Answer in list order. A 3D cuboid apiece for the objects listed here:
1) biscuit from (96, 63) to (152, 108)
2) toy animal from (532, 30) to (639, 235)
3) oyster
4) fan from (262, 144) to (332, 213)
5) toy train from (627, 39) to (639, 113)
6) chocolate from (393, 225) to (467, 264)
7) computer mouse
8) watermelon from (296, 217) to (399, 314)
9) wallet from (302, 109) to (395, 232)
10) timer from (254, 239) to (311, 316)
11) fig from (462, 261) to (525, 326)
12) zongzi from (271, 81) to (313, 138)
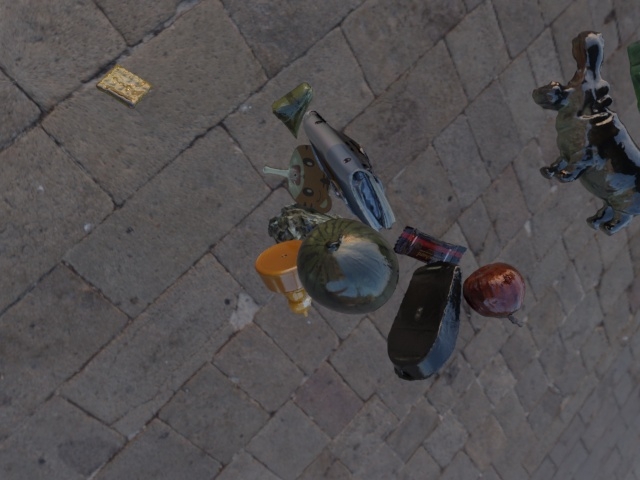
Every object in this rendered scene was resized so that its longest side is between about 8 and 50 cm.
[{"bbox_3d":[-0.399,-0.314,0.972,0.083,0.018,0.081,30,55,-12],"label":"biscuit"},{"bbox_3d":[0.469,-0.173,0.830,0.168,0.106,0.343,-29,102,10],"label":"toy animal"},{"bbox_3d":[0.005,0.003,1.275,0.158,0.350,0.162,-59,147,-7],"label":"oyster"},{"bbox_3d":[-0.056,-0.151,1.088,0.008,0.226,0.153,-19,117,-46],"label":"fan"},{"bbox_3d":[0.527,-0.159,0.648,0.238,0.166,0.299,-13,87,-45],"label":"toy train"},{"bbox_3d":[0.272,0.023,1.188,0.182,0.028,0.086,19,113,-11],"label":"chocolate"},{"bbox_3d":[0.257,0.189,1.120,0.087,0.168,0.295,30,70,-23],"label":"computer mouse"},{"bbox_3d":[0.022,0.022,0.382,0.078,0.078,0.110,-61,154,-1],"label":"watermelon"},{"bbox_3d":[0.048,-0.121,0.841,0.069,0.231,0.170,-29,134,-2],"label":"wallet"},{"bbox_3d":[-0.057,0.095,1.028,0.132,0.132,0.152,-28,120,-22],"label":"timer"},{"bbox_3d":[0.366,0.115,1.010,0.128,0.128,0.151,-22,121,-25],"label":"fig"},{"bbox_3d":[-0.043,-0.297,1.103,0.104,0.052,0.113,-27,138,16],"label":"zongzi"}]
